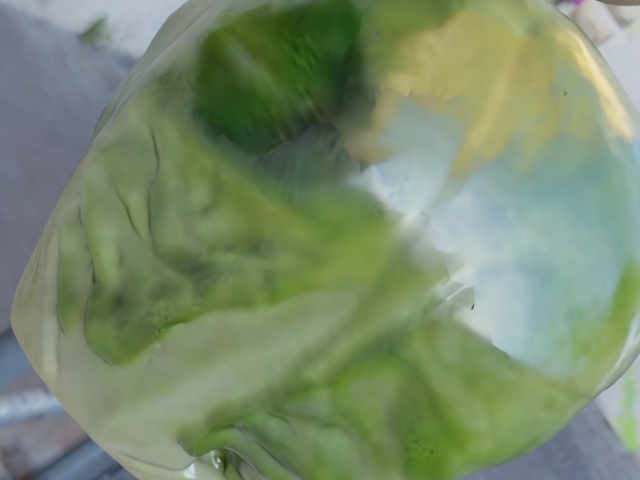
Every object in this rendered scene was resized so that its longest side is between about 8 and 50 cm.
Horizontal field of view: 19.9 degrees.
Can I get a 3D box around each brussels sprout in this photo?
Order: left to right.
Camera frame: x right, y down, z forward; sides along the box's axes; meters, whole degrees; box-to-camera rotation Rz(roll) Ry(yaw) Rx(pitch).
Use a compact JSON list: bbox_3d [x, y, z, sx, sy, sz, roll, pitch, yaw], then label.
[{"bbox_3d":[0.000,0.000,0.737,0.219,0.271,0.210,57,14,-2],"label":"brussels sprout"}]

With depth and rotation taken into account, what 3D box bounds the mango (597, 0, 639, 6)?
[{"bbox_3d":[0.218,-0.200,1.050,0.091,0.195,0.130,61,-16,-12],"label":"mango"}]
